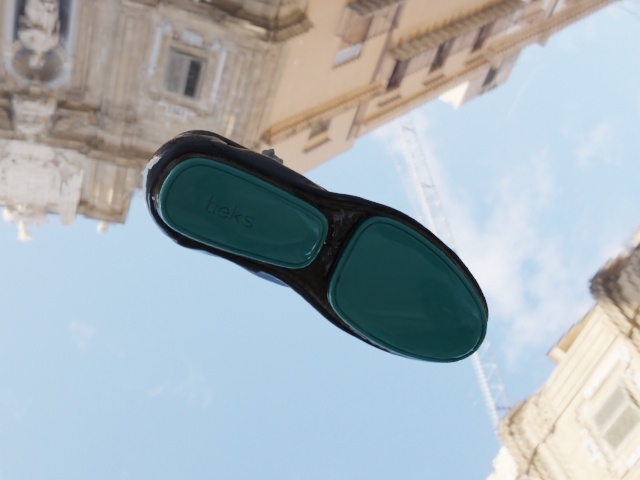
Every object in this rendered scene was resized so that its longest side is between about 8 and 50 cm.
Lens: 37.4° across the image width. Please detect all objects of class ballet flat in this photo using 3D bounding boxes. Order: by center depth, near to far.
[{"bbox_3d":[0.000,0.000,0.493,0.203,0.074,0.074,27,-142,-23],"label":"ballet flat"}]
